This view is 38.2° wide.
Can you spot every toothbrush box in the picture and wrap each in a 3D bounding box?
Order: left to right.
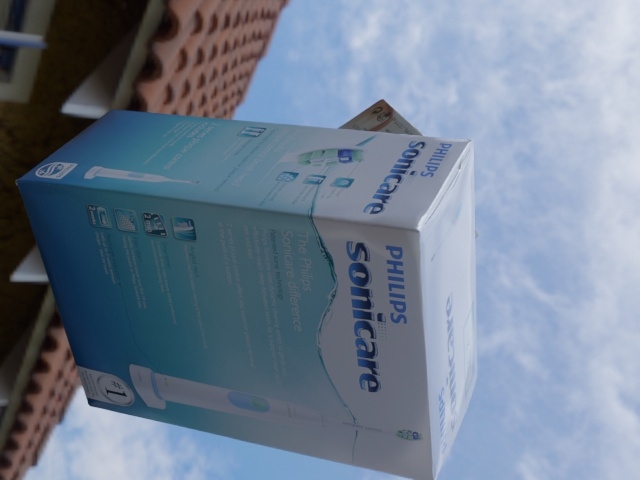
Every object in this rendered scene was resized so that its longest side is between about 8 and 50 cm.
[{"bbox_3d":[-0.042,0.033,0.677,0.296,0.126,0.216,7,-55,23],"label":"toothbrush box"}]

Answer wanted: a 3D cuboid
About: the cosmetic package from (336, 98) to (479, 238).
[{"bbox_3d":[0.000,0.000,1.009,0.153,0.296,0.129,58,-1,-35],"label":"cosmetic package"}]
